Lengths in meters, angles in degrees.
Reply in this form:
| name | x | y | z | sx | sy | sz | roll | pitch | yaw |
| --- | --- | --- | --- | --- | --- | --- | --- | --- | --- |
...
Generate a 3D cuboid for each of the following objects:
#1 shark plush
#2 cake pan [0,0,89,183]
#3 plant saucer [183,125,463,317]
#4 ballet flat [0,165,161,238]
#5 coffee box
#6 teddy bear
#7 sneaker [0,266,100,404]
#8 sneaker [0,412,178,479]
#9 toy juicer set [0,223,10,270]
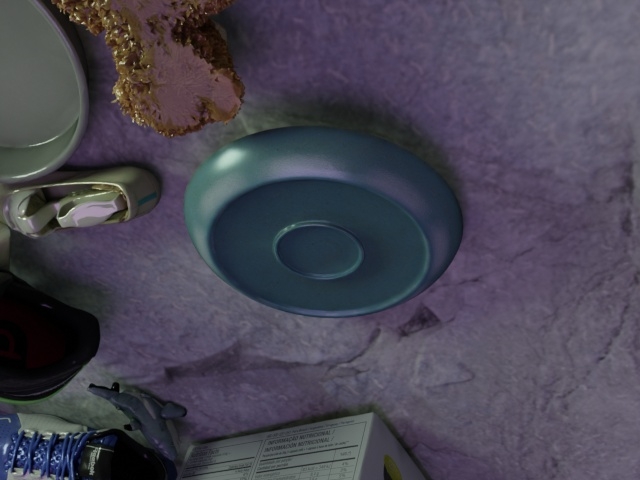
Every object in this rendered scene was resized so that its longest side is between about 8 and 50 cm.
| name | x | y | z | sx | sy | sz | roll | pitch | yaw |
| --- | --- | --- | --- | --- | --- | --- | --- | --- | --- |
| shark plush | -0.264 | 0.253 | 1.319 | 0.073 | 0.067 | 0.161 | -26 | 118 | 31 |
| cake pan | -0.384 | -0.195 | 0.988 | 0.293 | 0.054 | 0.293 | 7 | 130 | 8 |
| plant saucer | 0.000 | 0.000 | 1.015 | 0.317 | 0.044 | 0.317 | 4 | 142 | 3 |
| ballet flat | -0.311 | -0.042 | 1.079 | 0.248 | 0.086 | 0.086 | -7 | 127 | 20 |
| coffee box | -0.017 | 0.493 | 1.280 | 0.338 | 0.334 | 0.338 | -17 | 124 | 28 |
| teddy bear | -0.166 | -0.269 | 0.853 | 0.245 | 0.113 | 0.338 | -28 | 110 | 24 |
| sneaker | -0.476 | 0.076 | 1.069 | 0.202 | 0.185 | 0.483 | -25 | 151 | 38 |
| sneaker | -0.359 | 0.315 | 1.322 | 0.315 | 0.127 | 0.182 | 13 | 157 | -5 |
| toy juicer set | -0.496 | -0.043 | 1.109 | 0.329 | 0.089 | 0.209 | 26 | 145 | -29 |
